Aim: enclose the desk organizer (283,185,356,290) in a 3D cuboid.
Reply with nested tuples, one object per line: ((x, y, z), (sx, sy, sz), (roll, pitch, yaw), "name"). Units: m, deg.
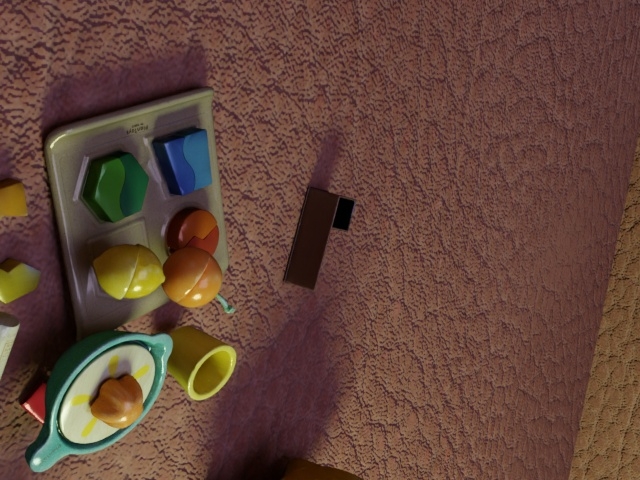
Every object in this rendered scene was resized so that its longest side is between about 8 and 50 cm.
((0.000, 0.000, 1.149), (0.047, 0.050, 0.130), (11, 95, -56), "desk organizer")

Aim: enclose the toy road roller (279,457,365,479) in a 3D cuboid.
((-0.020, 0.445, 1.174), (0.240, 0.203, 0.329), (-69, -179, -69), "toy road roller")

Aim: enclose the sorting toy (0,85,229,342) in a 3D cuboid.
((-0.200, -0.012, 0.870), (0.307, 0.041, 0.229), (-28, 125, -47), "sorting toy")

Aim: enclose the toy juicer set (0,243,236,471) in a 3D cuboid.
((-0.202, 0.113, 0.834), (0.329, 0.089, 0.209), (-23, 134, -43), "toy juicer set")

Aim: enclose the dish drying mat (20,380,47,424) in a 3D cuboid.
((-0.266, 0.172, 0.886), (0.032, 0.008, 0.083), (-55, 143, -23), "dish drying mat")
